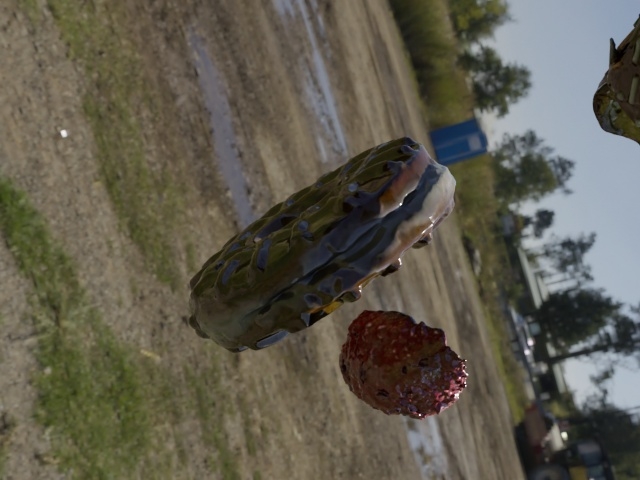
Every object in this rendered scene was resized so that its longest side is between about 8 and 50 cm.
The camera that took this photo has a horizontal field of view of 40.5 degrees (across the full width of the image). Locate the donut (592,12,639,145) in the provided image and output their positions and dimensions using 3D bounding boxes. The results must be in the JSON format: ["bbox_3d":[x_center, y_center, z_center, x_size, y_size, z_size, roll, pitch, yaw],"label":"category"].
[{"bbox_3d":[0.293,-0.166,0.675,0.096,0.216,0.230,32,22,13],"label":"donut"}]

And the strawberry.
[{"bbox_3d":[0.081,0.144,0.936,0.192,0.085,0.140,23,-36,50],"label":"strawberry"}]

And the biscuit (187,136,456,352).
[{"bbox_3d":[0.000,0.000,0.969,0.103,0.332,0.332,57,15,-9],"label":"biscuit"}]
